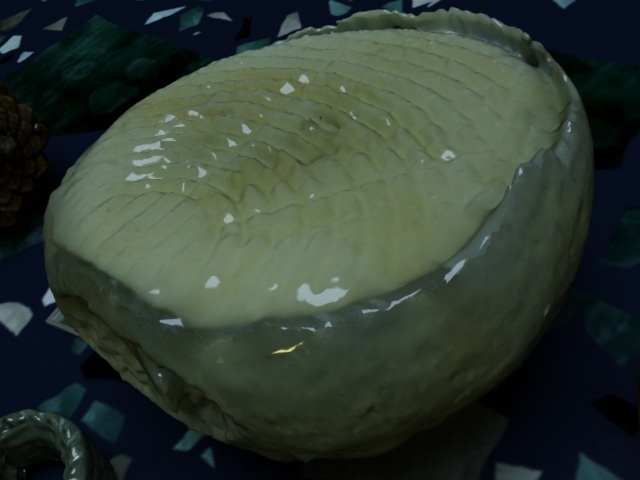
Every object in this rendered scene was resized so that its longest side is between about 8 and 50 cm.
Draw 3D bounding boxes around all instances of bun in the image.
[{"bbox_3d":[0.004,0.001,0.574,0.364,0.202,0.364,-12,39,10],"label":"bun"}]

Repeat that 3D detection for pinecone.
[{"bbox_3d":[-0.350,-0.082,0.804,0.174,0.173,0.173,-9,46,10],"label":"pinecone"}]

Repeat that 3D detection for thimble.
[{"bbox_3d":[-0.199,0.167,0.582,0.110,0.062,0.084,14,56,29],"label":"thimble"}]

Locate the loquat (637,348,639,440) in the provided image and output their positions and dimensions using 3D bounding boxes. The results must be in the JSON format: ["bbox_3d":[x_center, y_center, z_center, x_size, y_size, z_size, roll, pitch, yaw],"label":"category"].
[{"bbox_3d":[0.293,0.065,0.367,0.328,0.359,0.328,1,84,-11],"label":"loquat"}]

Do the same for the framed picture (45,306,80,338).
[{"bbox_3d":[-0.192,0.048,0.729,0.066,0.006,0.089,17,56,30],"label":"framed picture"}]
